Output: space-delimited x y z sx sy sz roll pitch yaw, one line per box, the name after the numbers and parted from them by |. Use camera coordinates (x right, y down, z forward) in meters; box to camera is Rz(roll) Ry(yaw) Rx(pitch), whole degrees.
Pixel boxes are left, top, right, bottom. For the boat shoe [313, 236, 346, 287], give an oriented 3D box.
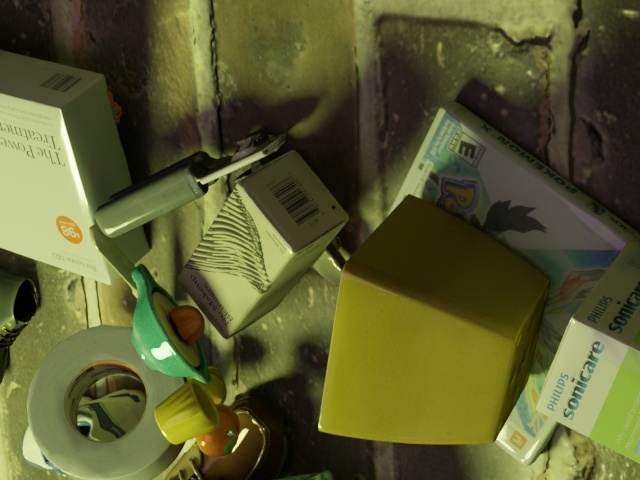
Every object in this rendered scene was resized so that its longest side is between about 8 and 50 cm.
0.000 0.000 1.742 0.137 0.043 0.049 48 146 11 | boat shoe

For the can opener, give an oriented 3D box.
-0.150 -0.058 1.780 0.283 0.076 0.095 -24 105 27 | can opener

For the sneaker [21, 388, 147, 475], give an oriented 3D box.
-0.371 0.291 2.084 0.296 0.131 0.112 -22 96 42 | sneaker

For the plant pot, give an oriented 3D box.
0.134 0.102 1.542 0.187 0.212 0.212 17 119 16 | plant pot

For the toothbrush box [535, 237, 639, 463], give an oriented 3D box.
0.384 0.140 1.376 0.283 0.206 0.122 26 122 18 | toothbrush box

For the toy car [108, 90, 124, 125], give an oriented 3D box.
-0.294 -0.151 1.922 0.040 0.060 0.122 11 145 -13 | toy car

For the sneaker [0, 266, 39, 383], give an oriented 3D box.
-0.490 0.145 2.146 0.118 0.083 0.222 17 116 31 | sneaker

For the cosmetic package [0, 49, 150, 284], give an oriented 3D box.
-0.429 -0.118 1.944 0.377 0.097 0.284 16 135 32 | cosmetic package

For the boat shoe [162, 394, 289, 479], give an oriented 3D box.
-0.155 0.342 1.946 0.122 0.120 0.324 45 129 14 | boat shoe

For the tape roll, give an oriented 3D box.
-0.287 0.228 1.939 0.219 0.219 0.072 42 167 17 | tape roll

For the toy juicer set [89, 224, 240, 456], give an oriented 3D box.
-0.176 0.130 1.835 0.089 0.209 0.329 -31 59 8 | toy juicer set

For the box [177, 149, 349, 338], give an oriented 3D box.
-0.075 0.011 1.719 0.113 0.094 0.275 51 148 9 | box

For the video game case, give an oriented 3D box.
0.195 0.054 1.620 0.300 0.036 0.329 38 126 19 | video game case

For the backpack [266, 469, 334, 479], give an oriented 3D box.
-0.106 0.425 1.797 0.355 0.273 0.290 3 154 -2 | backpack
